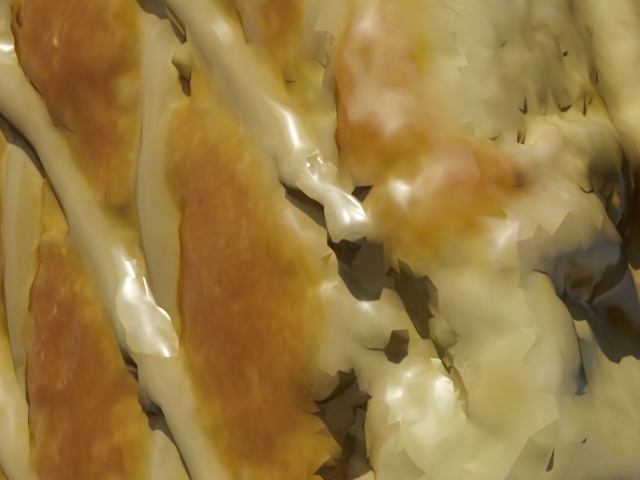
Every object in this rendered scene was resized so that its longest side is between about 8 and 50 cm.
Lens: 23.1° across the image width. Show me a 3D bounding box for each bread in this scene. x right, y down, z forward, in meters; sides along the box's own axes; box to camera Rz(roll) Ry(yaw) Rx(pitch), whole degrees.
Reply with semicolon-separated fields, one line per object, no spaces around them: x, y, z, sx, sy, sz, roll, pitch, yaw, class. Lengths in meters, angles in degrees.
0.000;0.000;0.626;0.279;0.371;0.390;2;67;-40;bread
